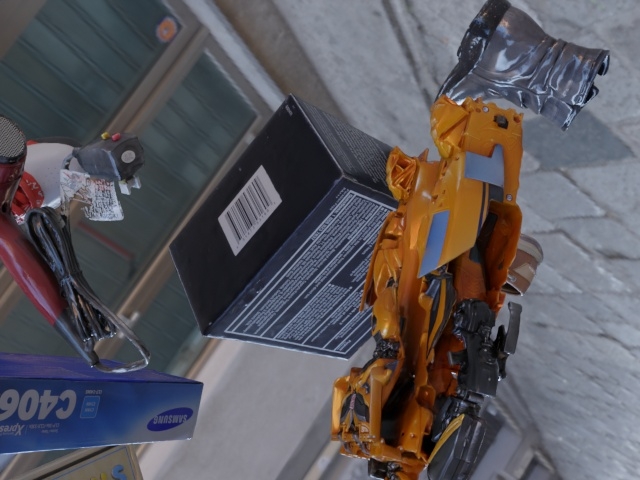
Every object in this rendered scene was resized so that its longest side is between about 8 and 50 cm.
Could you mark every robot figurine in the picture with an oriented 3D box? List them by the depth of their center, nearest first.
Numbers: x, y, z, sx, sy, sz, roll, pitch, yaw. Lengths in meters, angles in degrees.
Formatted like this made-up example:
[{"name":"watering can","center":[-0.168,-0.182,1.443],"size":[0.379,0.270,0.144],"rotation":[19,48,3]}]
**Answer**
[{"name":"robot figurine","center":[0.077,0.049,0.565],"size":[0.085,0.291,0.211],"rotation":[17,161,-9]}]

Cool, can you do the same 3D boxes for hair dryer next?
[{"name":"hair dryer","center":[-0.281,0.000,0.651],"size":[0.293,0.224,0.080],"rotation":[11,-164,25]}]

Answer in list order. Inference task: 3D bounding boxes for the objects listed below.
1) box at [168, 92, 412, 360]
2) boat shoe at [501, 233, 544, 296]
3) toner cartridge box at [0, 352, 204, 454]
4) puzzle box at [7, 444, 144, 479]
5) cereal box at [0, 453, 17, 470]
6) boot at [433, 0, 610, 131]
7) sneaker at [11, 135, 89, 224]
[{"name":"box","center":[0.000,0.000,1.049],"size":[0.294,0.296,0.183],"rotation":[20,-149,-44]},{"name":"boat shoe","center":[0.256,0.027,1.428],"size":[0.324,0.117,0.123],"rotation":[12,157,23]},{"name":"toner cartridge box","center":[-0.298,0.172,0.812],"size":[0.165,0.075,0.348],"rotation":[8,173,29]},{"name":"puzzle box","center":[-0.433,0.500,1.174],"size":[0.052,0.272,0.409],"rotation":[-21,176,35]},{"name":"cereal box","center":[-0.469,0.264,0.964],"size":[0.173,0.240,0.047],"rotation":[5,-131,-50]},{"name":"boot","center":[0.321,-0.242,1.232],"size":[0.222,0.118,0.338],"rotation":[32,167,7]},{"name":"sneaker","center":[-0.382,-0.020,0.825],"size":[0.145,0.270,0.090],"rotation":[-118,9,-55]}]
